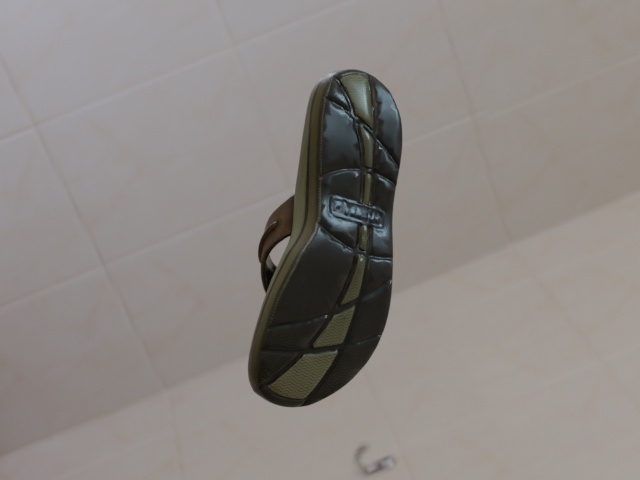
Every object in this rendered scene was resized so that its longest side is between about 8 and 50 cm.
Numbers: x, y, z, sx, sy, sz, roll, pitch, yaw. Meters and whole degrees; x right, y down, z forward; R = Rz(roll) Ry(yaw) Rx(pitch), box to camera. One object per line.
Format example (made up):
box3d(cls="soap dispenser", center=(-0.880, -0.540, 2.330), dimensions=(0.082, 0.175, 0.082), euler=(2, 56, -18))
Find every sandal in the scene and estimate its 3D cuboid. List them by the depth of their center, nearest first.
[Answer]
box3d(cls="sandal", center=(0.001, -0.001, 1.023), dimensions=(0.120, 0.086, 0.302), euler=(25, 69, -35))
